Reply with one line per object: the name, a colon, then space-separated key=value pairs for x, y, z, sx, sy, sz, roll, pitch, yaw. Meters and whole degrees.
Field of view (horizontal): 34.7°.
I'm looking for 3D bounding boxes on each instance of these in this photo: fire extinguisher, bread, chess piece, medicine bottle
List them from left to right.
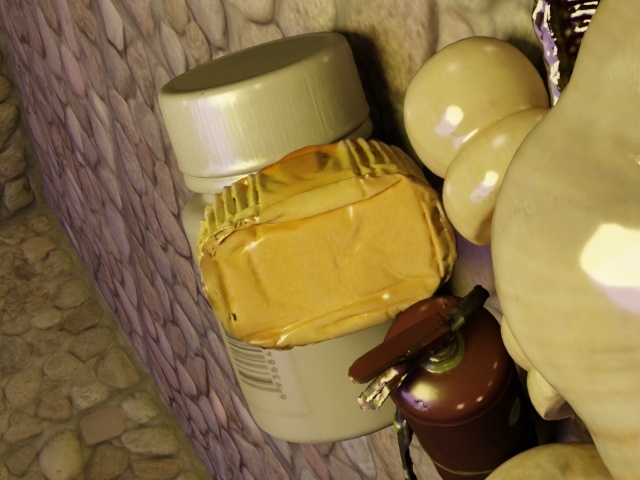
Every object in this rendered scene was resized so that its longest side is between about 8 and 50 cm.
medicine bottle: x=-0.014 y=-0.005 z=0.955 sx=0.208 sy=0.208 sz=0.340 roll=21 pitch=132 yaw=61
bread: x=0.000 y=0.000 z=0.787 sx=0.114 sy=0.190 sz=0.132 roll=-111 pitch=2 yaw=-64
fire extinguisher: x=0.100 y=0.131 z=0.803 sx=0.105 sy=0.141 sz=0.341 roll=38 pitch=170 yaw=30
chess piece: x=0.147 y=-0.025 z=0.686 sx=0.143 sy=0.142 sz=0.261 roll=107 pitch=141 yaw=-60

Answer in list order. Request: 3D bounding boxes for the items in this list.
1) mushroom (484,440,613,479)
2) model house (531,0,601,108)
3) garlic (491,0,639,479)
mushroom: x=0.199 y=0.264 z=0.756 sx=0.209 sy=0.206 sz=0.206 roll=-74 pitch=-34 yaw=-70
model house: x=0.179 y=-0.091 z=0.491 sx=0.106 sy=0.152 sz=0.165 roll=28 pitch=138 yaw=67
garlic: x=0.219 y=-0.005 z=0.336 sx=0.322 sy=0.241 sz=0.322 roll=11 pitch=105 yaw=47
